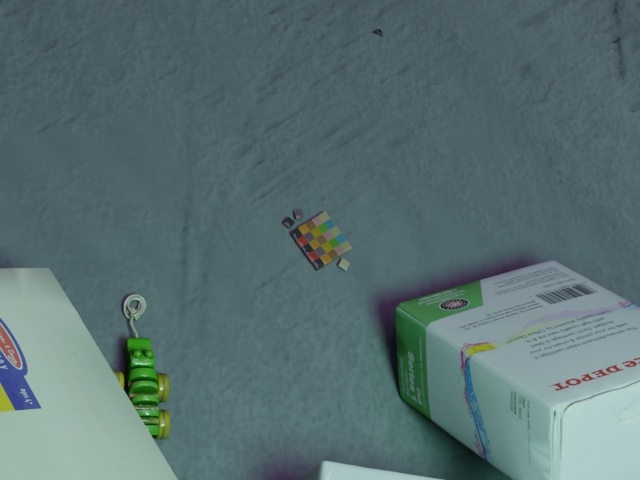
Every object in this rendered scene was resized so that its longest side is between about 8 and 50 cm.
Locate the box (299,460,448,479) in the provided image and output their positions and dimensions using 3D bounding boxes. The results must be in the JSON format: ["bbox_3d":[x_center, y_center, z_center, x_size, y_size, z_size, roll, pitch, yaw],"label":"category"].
[{"bbox_3d":[0.066,0.401,1.518,0.215,0.168,0.345,11,63,-16],"label":"box"}]

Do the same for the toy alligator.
[{"bbox_3d":[-0.175,0.132,1.616,0.056,0.051,0.190,4,66,-19],"label":"toy alligator"}]

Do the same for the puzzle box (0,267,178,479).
[{"bbox_3d":[-0.250,0.186,1.386,0.272,0.052,0.409,1,46,-49],"label":"puzzle box"}]

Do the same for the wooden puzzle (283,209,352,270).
[{"bbox_3d":[0.000,0.000,1.765,0.049,0.006,0.083,-32,80,-29],"label":"wooden puzzle"}]

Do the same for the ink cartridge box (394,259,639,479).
[{"bbox_3d":[0.230,0.134,1.633,0.201,0.278,0.117,-14,115,-25],"label":"ink cartridge box"}]
